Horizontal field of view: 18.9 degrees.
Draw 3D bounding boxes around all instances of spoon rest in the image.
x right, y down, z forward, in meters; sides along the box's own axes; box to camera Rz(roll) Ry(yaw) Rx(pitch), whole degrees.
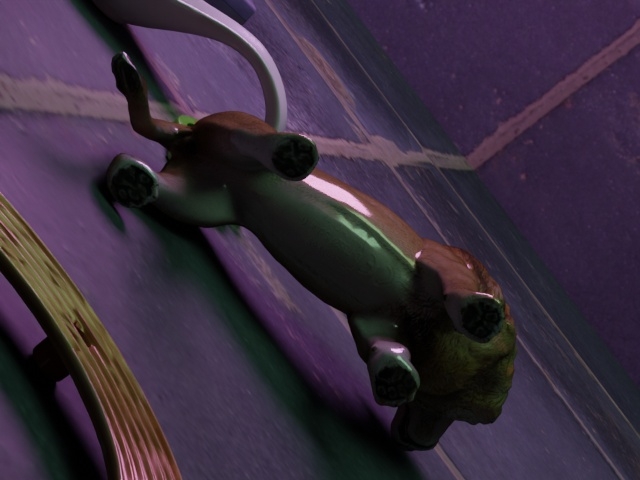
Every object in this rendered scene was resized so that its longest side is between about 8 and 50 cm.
[{"bbox_3d":[-0.117,-0.180,1.579,0.276,0.084,0.137,53,10,-3],"label":"spoon rest"}]

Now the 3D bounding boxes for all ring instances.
[{"bbox_3d":[-0.165,0.039,0.801,0.336,0.032,0.336,49,12,-14],"label":"ring"}]

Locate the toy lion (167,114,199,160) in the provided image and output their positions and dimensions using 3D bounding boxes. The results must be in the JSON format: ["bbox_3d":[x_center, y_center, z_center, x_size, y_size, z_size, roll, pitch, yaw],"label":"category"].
[{"bbox_3d":[-0.086,-0.056,1.457,0.100,0.034,0.096,57,19,24],"label":"toy lion"}]

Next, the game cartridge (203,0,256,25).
[{"bbox_3d":[-0.204,-0.368,1.902,0.355,0.068,0.230,40,12,-49],"label":"game cartridge"}]

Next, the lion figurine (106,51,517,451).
[{"bbox_3d":[0.000,0.000,1.350,0.392,0.142,0.240,46,4,-10],"label":"lion figurine"}]
